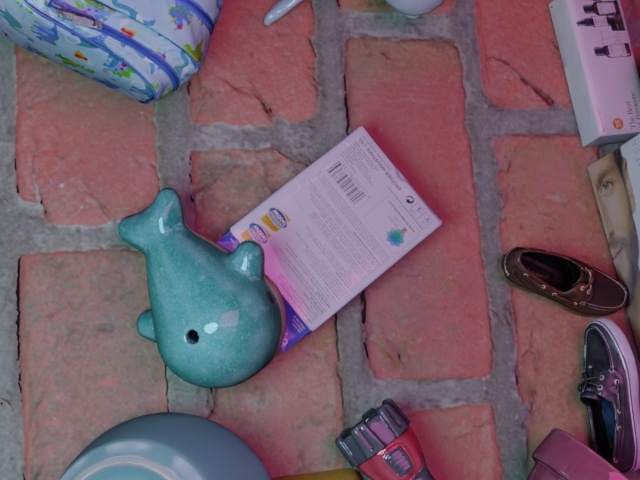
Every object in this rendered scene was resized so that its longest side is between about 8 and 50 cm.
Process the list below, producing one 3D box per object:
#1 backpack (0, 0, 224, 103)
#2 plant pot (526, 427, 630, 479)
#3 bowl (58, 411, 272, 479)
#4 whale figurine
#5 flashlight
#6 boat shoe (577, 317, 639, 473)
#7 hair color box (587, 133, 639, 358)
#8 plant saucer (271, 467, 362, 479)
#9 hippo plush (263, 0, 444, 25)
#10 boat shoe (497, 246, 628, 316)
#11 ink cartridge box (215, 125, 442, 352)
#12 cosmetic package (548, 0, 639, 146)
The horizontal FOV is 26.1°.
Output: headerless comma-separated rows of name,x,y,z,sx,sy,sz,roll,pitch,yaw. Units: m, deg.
backpack,-0.306,-0.336,1.833,0.356,0.290,0.273,11,82,-21
plant pot,0.344,0.389,1.891,0.201,0.201,0.180,41,84,-4
bowl,-0.213,0.357,1.667,0.312,0.163,0.311,-2,78,11
whale figurine,-0.168,0.068,1.800,0.216,0.141,0.272,-33,90,22
flashlight,0.147,0.362,1.872,0.304,0.103,0.103,53,38,1
boat shoe,0.410,0.227,2.000,0.076,0.080,0.228,-5,85,-33
hair color box,0.517,0.017,2.029,0.110,0.185,0.338,-9,79,-18
plant saucer,-0.070,0.476,1.791,0.333,0.081,0.332,-4,78,-17
hippo plush,0.097,-0.432,1.985,0.237,0.234,0.294,22,71,-10
boat shoe,0.365,0.061,2.033,0.207,0.073,0.073,15,72,-14
ink cartridge box,0.000,0.000,1.940,0.311,0.065,0.185,-39,90,-24
cosmetic package,0.434,-0.270,2.142,0.099,0.060,0.239,-9,79,-18
